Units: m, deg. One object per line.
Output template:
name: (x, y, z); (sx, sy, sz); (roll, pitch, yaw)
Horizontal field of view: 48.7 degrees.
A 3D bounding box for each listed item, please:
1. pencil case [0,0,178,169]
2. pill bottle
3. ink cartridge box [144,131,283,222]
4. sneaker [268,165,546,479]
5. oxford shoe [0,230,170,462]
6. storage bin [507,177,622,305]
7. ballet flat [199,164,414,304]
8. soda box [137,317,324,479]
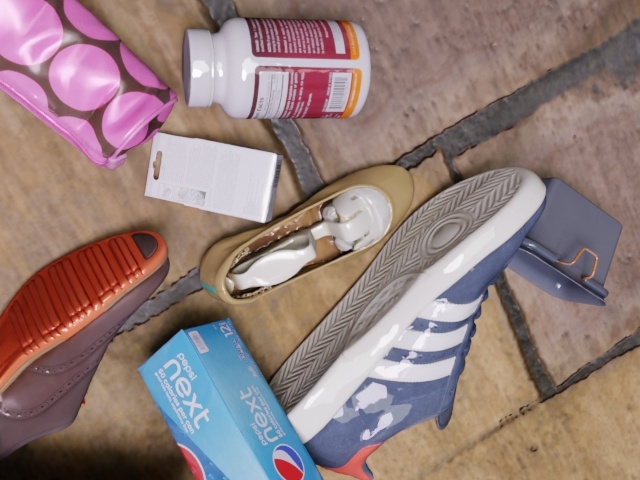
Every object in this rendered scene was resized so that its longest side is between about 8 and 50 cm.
pencil case: (-0.218, -0.144, 0.555); (0.209, 0.095, 0.098); (38, 57, -20)
pill bottle: (-0.040, -0.149, 0.612); (0.152, 0.086, 0.086); (-3, 102, -17)
ink cartridge box: (-0.096, -0.058, 0.637); (0.115, 0.029, 0.062); (12, 98, 8)
sneaker: (0.107, 0.088, 0.690); (0.148, 0.131, 0.350); (41, 97, -19)
oxford shoe: (-0.229, 0.097, 0.612); (0.271, 0.097, 0.098); (-39, 130, -2)
storage bin: (0.251, -0.002, 0.737); (0.135, 0.098, 0.091); (29, 81, -21)
ballet flat: (0.000, 0.000, 0.662); (0.232, 0.073, 0.080); (-28, 108, -11)
soda box: (-0.070, 0.177, 0.614); (0.071, 0.067, 0.210); (-40, 73, 27)
